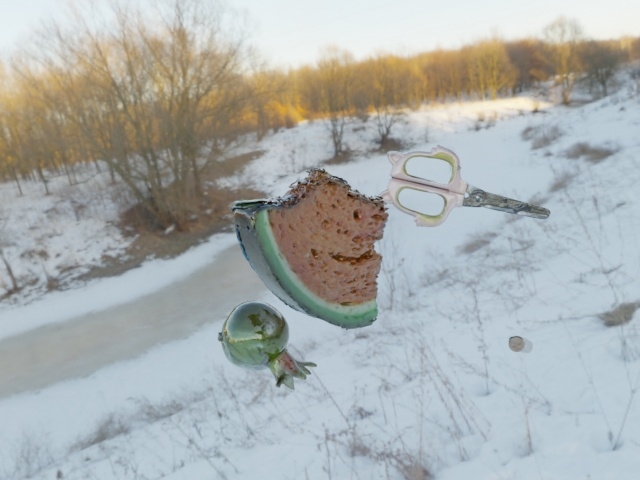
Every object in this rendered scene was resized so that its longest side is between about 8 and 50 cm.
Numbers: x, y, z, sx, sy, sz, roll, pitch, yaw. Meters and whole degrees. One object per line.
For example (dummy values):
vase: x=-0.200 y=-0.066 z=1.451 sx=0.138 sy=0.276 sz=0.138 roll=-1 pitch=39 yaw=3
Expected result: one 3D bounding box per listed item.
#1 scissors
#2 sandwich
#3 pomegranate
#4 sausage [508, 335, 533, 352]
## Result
scissors: x=0.271 y=-0.087 z=1.045 sx=0.318 sy=0.160 sz=0.024 roll=14 pitch=10 yaw=7
sandwich: x=-0.011 y=0.005 z=0.614 sx=0.235 sy=0.159 sz=0.079 roll=20 pitch=2 yaw=-45
pomegranate: x=-0.105 y=0.205 z=1.057 sx=0.131 sy=0.191 sz=0.152 roll=-41 pitch=-7 yaw=-17
sausage: x=0.324 y=0.169 z=0.895 sx=0.026 sy=0.026 sz=0.116 roll=-5 pitch=-14 yaw=27
